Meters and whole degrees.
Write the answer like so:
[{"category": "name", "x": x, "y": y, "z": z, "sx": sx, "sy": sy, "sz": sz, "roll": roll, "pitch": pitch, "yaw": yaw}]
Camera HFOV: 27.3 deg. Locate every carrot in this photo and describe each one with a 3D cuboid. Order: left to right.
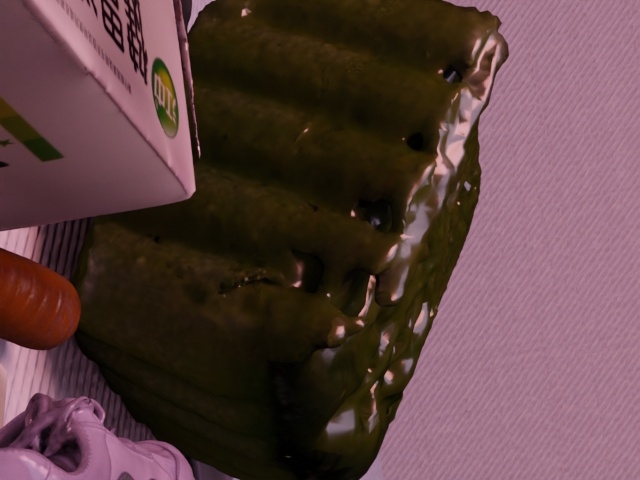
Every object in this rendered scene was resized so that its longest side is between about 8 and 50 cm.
[{"category": "carrot", "x": -0.178, "y": 0.015, "z": 0.652, "sx": 0.216, "sy": 0.048, "sz": 0.048, "roll": 45, "pitch": 35, "yaw": -67}]

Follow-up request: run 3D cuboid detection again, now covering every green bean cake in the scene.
[{"category": "green bean cake", "x": 0.000, "y": 0.000, "z": 0.944, "sx": 0.335, "sy": 0.218, "sz": 0.319, "roll": -62, "pitch": 160, "yaw": -18}]

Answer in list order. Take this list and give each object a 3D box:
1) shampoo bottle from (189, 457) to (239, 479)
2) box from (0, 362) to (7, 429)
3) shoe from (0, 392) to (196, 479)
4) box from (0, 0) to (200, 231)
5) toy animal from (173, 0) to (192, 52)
[{"category": "shampoo bottle", "x": -0.080, "y": 0.192, "z": 1.113, "sx": 0.086, "sy": 0.056, "sz": 0.227, "roll": 32, "pitch": 48, "yaw": -82}, {"category": "box", "x": -0.179, "y": 0.069, "z": 0.639, "sx": 0.083, "sy": 0.024, "sz": 0.054, "roll": 70, "pitch": 11, "yaw": -54}, {"category": "shoe", "x": -0.122, "y": 0.131, "z": 0.654, "sx": 0.245, "sy": 0.095, "sz": 0.138, "roll": -52, "pitch": 143, "yaw": -73}, {"category": "box", "x": -0.163, "y": -0.130, "z": 0.557, "sx": 0.333, "sy": 0.145, "sz": 0.173, "roll": 59, "pitch": 20, "yaw": -73}, {"category": "toy animal", "x": -0.138, "y": -0.099, "z": 0.959, "sx": 0.137, "sy": 0.082, "sz": 0.270, "roll": -28, "pitch": 117, "yaw": -81}]
